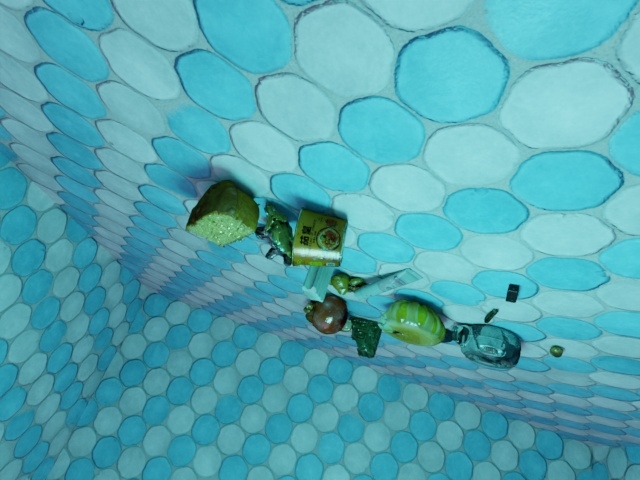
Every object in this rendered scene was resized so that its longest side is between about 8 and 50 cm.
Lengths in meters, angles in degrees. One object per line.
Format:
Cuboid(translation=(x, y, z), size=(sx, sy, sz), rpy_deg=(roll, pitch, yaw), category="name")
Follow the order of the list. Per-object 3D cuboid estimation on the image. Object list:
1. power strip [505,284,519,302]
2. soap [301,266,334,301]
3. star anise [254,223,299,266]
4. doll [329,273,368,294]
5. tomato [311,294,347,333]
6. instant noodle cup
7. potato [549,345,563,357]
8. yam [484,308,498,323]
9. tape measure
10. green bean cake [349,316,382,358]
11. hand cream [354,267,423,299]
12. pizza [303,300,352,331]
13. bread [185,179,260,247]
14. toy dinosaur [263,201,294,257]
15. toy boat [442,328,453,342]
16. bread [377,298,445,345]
Cuboid(translation=(0.694, 0.193, 1.496), size=(0.038, 0.029, 0.111), rpy_deg=(9, 155, 23), category="power strip")
Cuboid(translation=(-0.003, 0.143, 1.732), size=(0.067, 0.198, 0.119), rpy_deg=(6, 151, 26), category="soap")
Cuboid(translation=(-0.161, 0.026, 1.726), size=(0.212, 0.129, 0.282), rpy_deg=(25, 157, 34), category="star anise")
Cuboid(translation=(0.140, 0.218, 1.905), size=(0.210, 0.097, 0.137), rpy_deg=(20, 150, -12), category="doll")
Cuboid(translation=(0.052, 0.395, 2.196), size=(0.185, 0.208, 0.208), rpy_deg=(13, 155, 1), category="tomato")
Cuboid(translation=(0.000, 0.000, 1.453), size=(0.173, 0.215, 0.215), rpy_deg=(9, 154, 4), category="instant noodle cup")
Cuboid(translation=(1.037, 0.490, 1.820), size=(0.051, 0.040, 0.083), rpy_deg=(2, 151, 25), category="potato")
Cuboid(translation=(0.714, 0.311, 1.728), size=(0.027, 0.033, 0.129), rpy_deg=(41, 158, 22), category="yam")
Cuboid(translation=(0.772, 0.494, 1.910), size=(0.275, 0.147, 0.256), rpy_deg=(-1, 148, 41), category="tape measure")
Cuboid(translation=(0.239, 0.554, 2.374), size=(0.194, 0.208, 0.107), rpy_deg=(10, 150, 18), category="green bean cake")
Cuboid(translation=(0.276, 0.184, 1.756), size=(0.085, 0.058, 0.331), rpy_deg=(37, 136, -24), category="hand cream")
Cuboid(translation=(0.027, 0.454, 2.421), size=(0.409, 0.114, 0.278), rpy_deg=(4, 150, 47), category="pizza")
Cuboid(translation=(-0.345, -0.108, 1.517), size=(0.194, 0.178, 0.340), rpy_deg=(33, 150, -28), category="bread")
Cuboid(translation=(-0.138, -0.019, 1.506), size=(0.094, 0.259, 0.153), rpy_deg=(-28, 145, 2), category="toy dinosaur")
Cuboid(translation=(0.570, 0.473, 2.107), size=(0.246, 0.103, 0.092), rpy_deg=(6, 140, 1), category="toy boat")
Cuboid(translation=(0.433, 0.378, 1.919), size=(0.333, 0.160, 0.333), rpy_deg=(17, 157, 8), category="bread")
